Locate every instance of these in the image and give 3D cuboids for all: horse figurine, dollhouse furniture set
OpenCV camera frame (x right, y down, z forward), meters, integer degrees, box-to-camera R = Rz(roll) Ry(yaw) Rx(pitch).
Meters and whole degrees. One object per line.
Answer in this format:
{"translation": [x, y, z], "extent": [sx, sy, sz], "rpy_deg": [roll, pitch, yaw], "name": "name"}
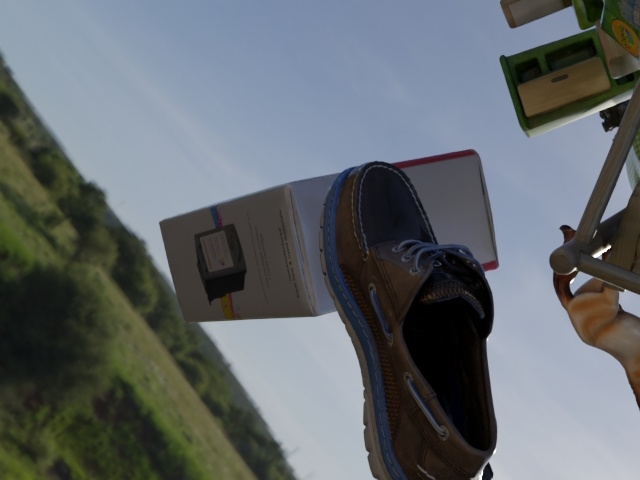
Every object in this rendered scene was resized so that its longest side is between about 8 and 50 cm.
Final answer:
{"translation": [0.358, 0.091, 1.263], "extent": [0.263, 0.174, 0.066], "rpy_deg": [41, 28, 12], "name": "horse figurine"}
{"translation": [0.293, -0.117, 1.194], "extent": [0.197, 0.151, 0.302], "rpy_deg": [38, 36, -65], "name": "dollhouse furniture set"}

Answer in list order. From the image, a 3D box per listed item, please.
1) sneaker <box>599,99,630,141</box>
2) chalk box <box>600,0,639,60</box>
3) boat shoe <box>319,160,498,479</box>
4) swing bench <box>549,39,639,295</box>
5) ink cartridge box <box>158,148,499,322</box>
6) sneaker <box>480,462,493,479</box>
{"translation": [0.555, -0.129, 1.561], "extent": [0.343, 0.146, 0.134], "rpy_deg": [51, -8, 31], "name": "sneaker"}
{"translation": [0.373, -0.234, 1.002], "extent": [0.289, 0.180, 0.179], "rpy_deg": [45, 1, 13], "name": "chalk box"}
{"translation": [0.051, 0.033, 0.536], "extent": [0.066, 0.066, 0.183], "rpy_deg": [-44, -130, 46], "name": "boat shoe"}
{"translation": [0.329, -0.001, 0.766], "extent": [0.253, 0.165, 0.254], "rpy_deg": [24, 5, 26], "name": "swing bench"}
{"translation": [0.000, 0.000, 1.160], "extent": [0.306, 0.226, 0.131], "rpy_deg": [-12, -88, 61], "name": "ink cartridge box"}
{"translation": [0.140, 0.244, 1.184], "extent": [0.152, 0.084, 0.058], "rpy_deg": [66, 10, -72], "name": "sneaker"}
